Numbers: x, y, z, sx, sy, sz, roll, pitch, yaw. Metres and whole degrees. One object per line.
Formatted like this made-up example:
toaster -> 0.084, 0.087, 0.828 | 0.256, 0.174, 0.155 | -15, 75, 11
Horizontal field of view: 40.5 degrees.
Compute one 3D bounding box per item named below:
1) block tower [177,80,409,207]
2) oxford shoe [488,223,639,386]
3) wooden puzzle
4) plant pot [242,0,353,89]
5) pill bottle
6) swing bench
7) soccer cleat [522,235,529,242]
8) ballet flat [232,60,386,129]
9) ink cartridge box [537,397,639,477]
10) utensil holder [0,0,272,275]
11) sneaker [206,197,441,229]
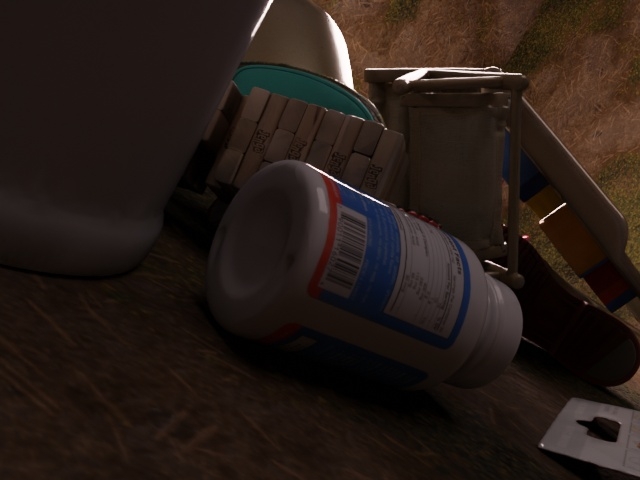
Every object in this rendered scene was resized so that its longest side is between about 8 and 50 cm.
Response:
block tower -> -0.082, -0.086, 0.761 | 0.335, 0.097, 0.091 | 20, -9, 13
oxford shoe -> 0.300, 0.082, 1.264 | 0.348, 0.123, 0.130 | 42, 8, 10
wooden puzzle -> 0.333, -0.039, 1.202 | 0.348, 0.080, 0.322 | 41, 17, -55
plant pot -> -0.058, -0.162, 1.158 | 0.256, 0.256, 0.274 | 25, 27, -28
pill bottle -> 0.040, 0.038, 0.622 | 0.221, 0.124, 0.124 | 25, 10, -35
swing bench -> 0.148, -0.088, 1.109 | 0.165, 0.253, 0.255 | -2, 14, -4
soccer cleat -> 0.252, -0.031, 1.695 | 0.318, 0.116, 0.108 | 31, 9, 7
ballet flat -> -0.098, -0.120, 0.880 | 0.348, 0.123, 0.123 | 11, 5, 11
ink cartridge box -> 0.396, 0.257, 0.787 | 0.385, 0.091, 0.308 | 15, 4, 21
utensil holder -> -0.168, -0.221, 0.552 | 0.327, 0.385, 0.327 | 30, 9, -5
sneaker -> 0.000, 0.000, 0.835 | 0.225, 0.093, 0.088 | 12, -5, 0
